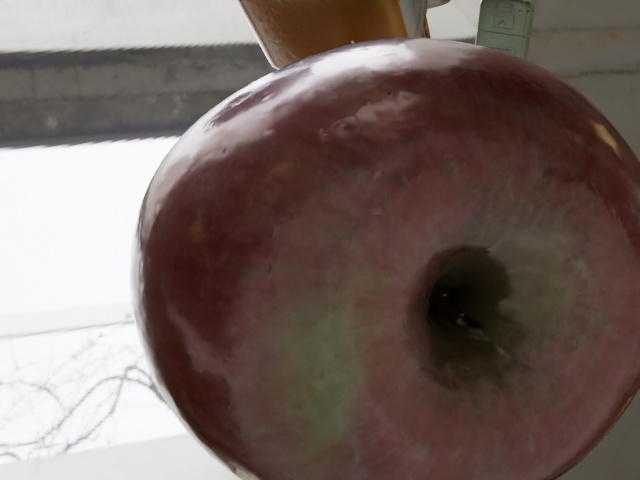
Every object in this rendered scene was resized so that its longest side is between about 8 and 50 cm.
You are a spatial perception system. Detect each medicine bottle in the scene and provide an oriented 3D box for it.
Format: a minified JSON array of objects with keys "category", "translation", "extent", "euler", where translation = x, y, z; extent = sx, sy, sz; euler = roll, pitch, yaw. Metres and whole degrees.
[{"category":"medicine bottle","translation":[0.018,-0.216,0.874],"extent":[0.149,0.112,0.222],"euler":[4,-18,15]}]

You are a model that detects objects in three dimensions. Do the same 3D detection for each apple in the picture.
[{"category":"apple","translation":[0.045,0.023,0.649],"extent":[0.344,0.269,0.345],"euler":[-3,-83,-20]}]

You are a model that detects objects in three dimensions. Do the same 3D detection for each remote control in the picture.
[{"category":"remote control","translation":[0.320,-0.317,1.716],"extent":[0.038,0.098,0.233],"euler":[-29,-51,-56]}]

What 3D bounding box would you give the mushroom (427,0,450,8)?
[{"category":"mushroom","translation":[0.083,-0.359,1.312],"extent":[0.212,0.088,0.097],"euler":[1,-58,-4]}]
